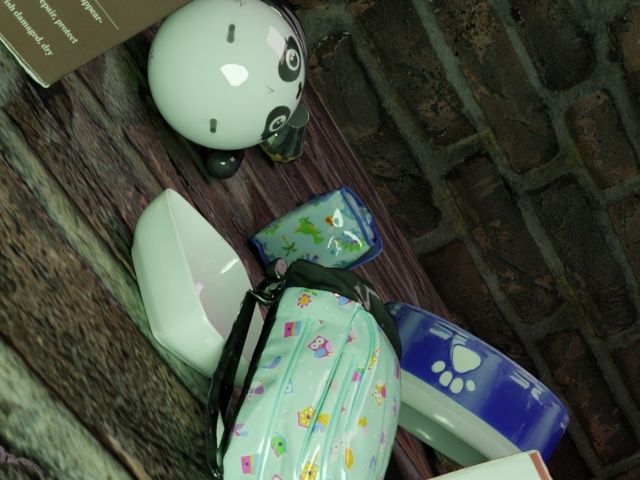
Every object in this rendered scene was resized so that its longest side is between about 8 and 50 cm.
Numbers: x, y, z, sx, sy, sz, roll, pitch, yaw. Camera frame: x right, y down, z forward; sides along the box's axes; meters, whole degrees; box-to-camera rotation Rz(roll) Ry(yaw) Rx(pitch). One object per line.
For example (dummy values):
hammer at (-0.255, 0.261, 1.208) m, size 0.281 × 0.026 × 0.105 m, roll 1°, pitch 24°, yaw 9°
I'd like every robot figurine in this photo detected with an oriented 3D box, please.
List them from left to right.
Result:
robot figurine at (-0.096, -0.199, 1.130) m, size 0.209 × 0.174 × 0.278 m, roll 56°, pitch 9°, yaw -15°

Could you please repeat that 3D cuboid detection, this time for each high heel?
high heel at (-0.116, -0.230, 1.526) m, size 0.261 × 0.093 × 0.186 m, roll 51°, pitch -15°, yaw 8°

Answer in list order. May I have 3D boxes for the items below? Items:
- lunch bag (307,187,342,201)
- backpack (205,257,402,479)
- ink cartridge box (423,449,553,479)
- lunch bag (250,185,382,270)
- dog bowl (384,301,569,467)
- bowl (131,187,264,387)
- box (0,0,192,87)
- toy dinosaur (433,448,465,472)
lunch bag at (0.010, -0.045, 1.625) m, size 0.098 × 0.065 × 0.067 m, roll -35°, pitch 112°, yaw -82°
backpack at (-0.005, 0.122, 0.711) m, size 0.152 × 0.115 × 0.182 m, roll 65°, pitch 36°, yaw -43°
ink cartridge box at (0.139, 0.319, 0.779) m, size 0.272 × 0.114 × 0.197 m, roll 89°, pitch -16°, yaw -51°
lunch bag at (0.000, 0.000, 1.216) m, size 0.096 × 0.129 × 0.151 m, roll 63°, pitch 7°, yaw -1°
dog bowl at (0.157, 0.187, 1.208) m, size 0.265 × 0.104 × 0.265 m, roll 33°, pitch -12°, yaw 8°
bowl at (-0.095, 0.046, 0.787) m, size 0.142 × 0.053 × 0.142 m, roll 49°, pitch 15°, yaw -54°
box at (-0.178, -0.261, 0.765) m, size 0.167 × 0.203 × 0.168 m, roll 54°, pitch 11°, yaw -40°
toy dinosaur at (0.223, 0.263, 1.667) m, size 0.218 × 0.164 × 0.321 m, roll 37°, pitch 43°, yaw -31°
